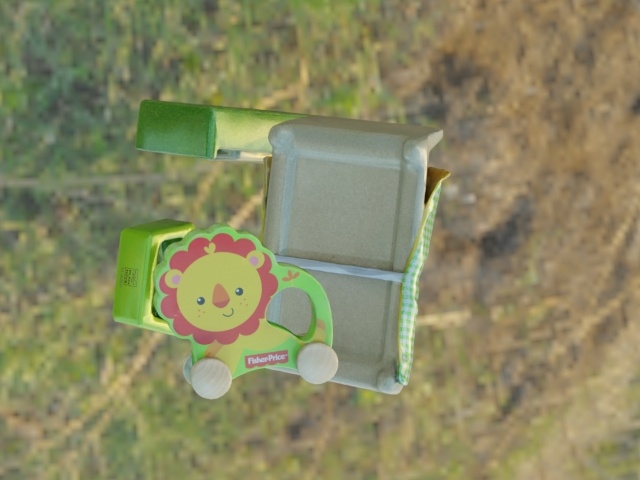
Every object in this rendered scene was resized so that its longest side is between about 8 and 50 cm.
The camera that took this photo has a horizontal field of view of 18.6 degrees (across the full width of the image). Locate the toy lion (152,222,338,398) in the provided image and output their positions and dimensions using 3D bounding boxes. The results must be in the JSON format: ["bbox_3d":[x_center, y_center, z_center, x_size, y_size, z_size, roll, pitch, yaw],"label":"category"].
[{"bbox_3d":[-0.044,0.037,1.107,0.100,0.096,0.034,-7,-167,-13],"label":"toy lion"}]

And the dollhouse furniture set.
[{"bbox_3d":[0.000,0.000,1.547,0.301,0.198,0.151,9,-176,39],"label":"dollhouse furniture set"}]
